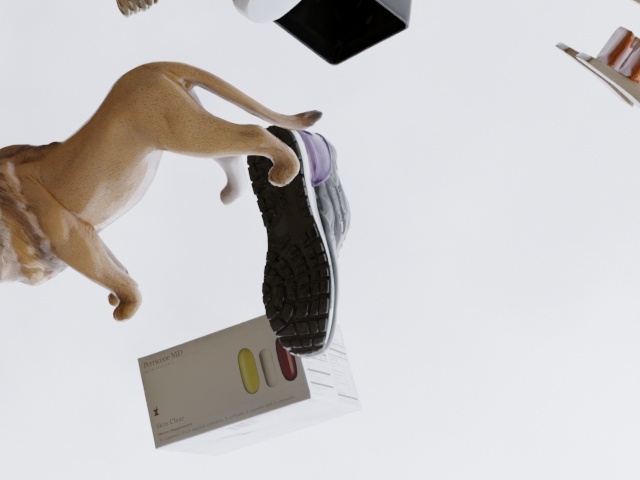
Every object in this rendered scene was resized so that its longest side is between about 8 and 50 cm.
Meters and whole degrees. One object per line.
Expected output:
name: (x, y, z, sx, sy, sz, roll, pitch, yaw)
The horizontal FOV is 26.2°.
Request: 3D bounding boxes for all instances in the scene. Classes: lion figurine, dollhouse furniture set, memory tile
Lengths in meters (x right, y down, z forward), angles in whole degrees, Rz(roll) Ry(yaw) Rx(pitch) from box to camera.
lion figurine: (-0.211, -0.070, 1.366, 0.392, 0.240, 0.142, -42, -162, 3)
dollhouse furniture set: (0.323, -0.278, 1.329, 0.262, 0.135, 0.259, -54, -166, 10)
memory tile: (-0.261, -0.356, 1.835, 0.148, 0.012, 0.113, 1, -64, 64)

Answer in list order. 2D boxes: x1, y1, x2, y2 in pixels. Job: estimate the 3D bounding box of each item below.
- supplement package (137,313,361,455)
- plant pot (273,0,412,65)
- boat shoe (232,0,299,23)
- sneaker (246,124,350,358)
supplement package: (-0.107, 0.218, 2.083, 0.262, 0.204, 0.145, -21, -109, 18)
plant pot: (0.029, -0.406, 2.070, 0.187, 0.188, 0.167, -21, -136, 50)
boat shoe: (-0.044, -0.346, 1.630, 0.267, 0.088, 0.096, -50, 163, -41)
sneaker: (0.000, 0.000, 1.673, 0.107, 0.124, 0.283, -12, -99, 38)
